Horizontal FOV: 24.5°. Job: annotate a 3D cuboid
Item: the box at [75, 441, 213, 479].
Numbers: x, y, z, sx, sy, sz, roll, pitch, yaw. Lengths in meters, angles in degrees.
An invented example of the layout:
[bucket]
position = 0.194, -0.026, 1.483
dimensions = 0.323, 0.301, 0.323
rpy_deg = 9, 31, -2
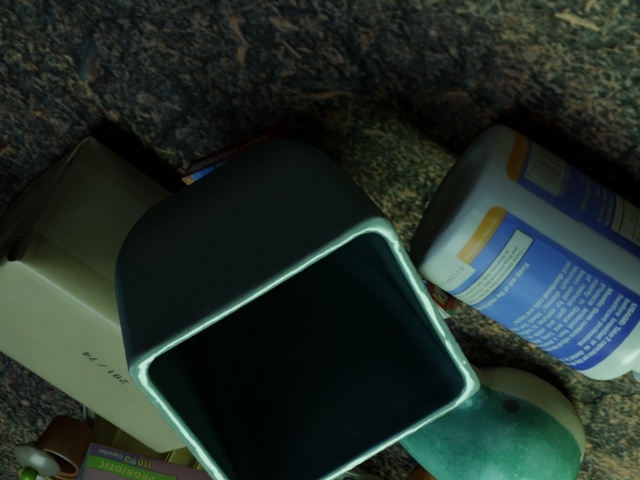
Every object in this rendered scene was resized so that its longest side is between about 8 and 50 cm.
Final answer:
[box]
position = -0.217, 0.386, 1.805
dimensions = 0.213, 0.117, 0.243
rpy_deg = 16, 133, -11

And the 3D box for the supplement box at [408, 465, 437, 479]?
[supplement box]
position = 0.214, 0.366, 1.845
dimensions = 0.233, 0.078, 0.080
rpy_deg = 30, 147, -5

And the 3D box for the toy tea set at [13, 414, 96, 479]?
[toy tea set]
position = -0.309, 0.364, 1.927
dimensions = 0.200, 0.124, 0.336
rpy_deg = -4, 137, 38

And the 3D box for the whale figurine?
[whale figurine]
position = 0.151, 0.219, 1.625
dimensions = 0.272, 0.141, 0.216
rpy_deg = 14, 146, 19

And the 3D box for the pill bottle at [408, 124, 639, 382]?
[pill bottle]
position = 0.228, 0.028, 1.299
dimensions = 0.272, 0.152, 0.152
rpy_deg = 32, 147, -8

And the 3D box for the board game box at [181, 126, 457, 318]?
[board game box]
position = 0.000, 0.000, 1.527
dimensions = 0.145, 0.027, 0.281
rpy_deg = -19, 127, 45

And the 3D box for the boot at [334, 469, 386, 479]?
[boot]
position = 0.041, 0.333, 1.851
dimensions = 0.190, 0.069, 0.086
rpy_deg = 15, -156, -42

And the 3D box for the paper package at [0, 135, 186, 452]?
[paper package]
position = -0.212, 0.077, 1.625
dimensions = 0.325, 0.168, 0.309
rpy_deg = 35, 152, -16

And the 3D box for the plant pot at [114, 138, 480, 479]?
[plant pot]
position = -0.046, 0.051, 1.353
dimensions = 0.247, 0.252, 0.247
rpy_deg = -31, 130, 0

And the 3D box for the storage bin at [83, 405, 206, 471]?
[storage bin]
position = -0.162, 0.260, 1.909
dimensions = 0.262, 0.123, 0.260
rpy_deg = 22, 147, 6
